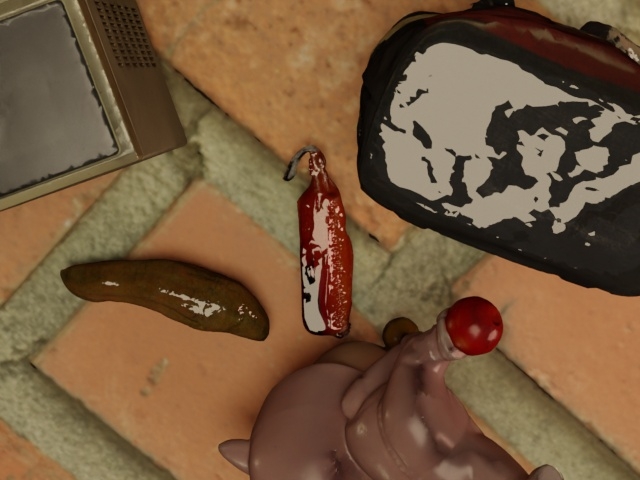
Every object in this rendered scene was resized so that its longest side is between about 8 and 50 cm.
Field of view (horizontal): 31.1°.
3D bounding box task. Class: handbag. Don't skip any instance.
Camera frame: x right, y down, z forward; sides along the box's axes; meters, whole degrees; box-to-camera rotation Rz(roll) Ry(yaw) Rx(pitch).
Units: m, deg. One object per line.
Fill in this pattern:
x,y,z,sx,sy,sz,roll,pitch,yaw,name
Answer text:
0.149,-0.079,0.841,0.255,0.181,0.181,18,106,-5,handbag

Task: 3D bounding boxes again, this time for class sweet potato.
-0.128,0.041,0.957,0.182,0.054,0.053,14,97,1,sweet potato

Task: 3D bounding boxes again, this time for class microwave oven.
-0.245,-0.092,0.854,0.241,0.194,0.145,-19,100,8,microwave oven

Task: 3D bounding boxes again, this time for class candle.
0.000,0.000,0.948,0.053,0.048,0.162,-13,108,-29,candle

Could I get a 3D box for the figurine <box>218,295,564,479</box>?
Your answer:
0.062,0.155,0.913,0.176,0.186,0.287,42,139,-14,figurine
